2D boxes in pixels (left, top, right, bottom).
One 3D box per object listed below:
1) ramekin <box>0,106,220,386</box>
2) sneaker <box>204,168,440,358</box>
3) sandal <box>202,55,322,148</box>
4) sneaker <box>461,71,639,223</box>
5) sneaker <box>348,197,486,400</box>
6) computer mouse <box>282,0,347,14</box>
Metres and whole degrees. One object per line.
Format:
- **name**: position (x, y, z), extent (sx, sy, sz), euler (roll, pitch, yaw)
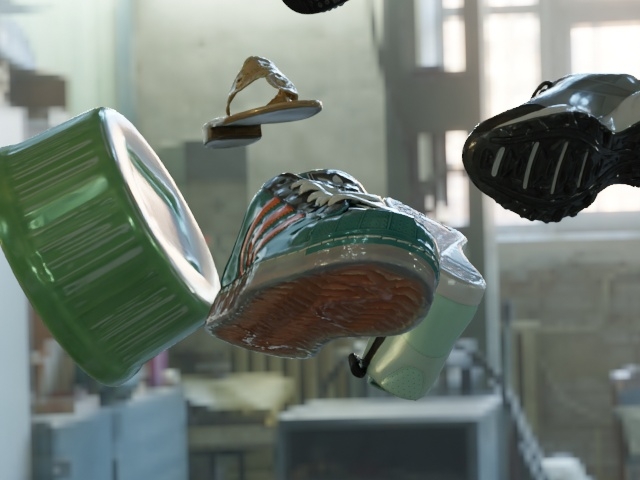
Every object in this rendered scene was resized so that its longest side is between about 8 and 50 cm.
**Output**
- **ramekin**: position (-0.237, -0.002, 2.097), extent (0.148, 0.303, 0.303), euler (-28, -4, 8)
- **sneaker**: position (0.000, 0.000, 1.242), extent (0.108, 0.121, 0.302), euler (19, -15, -17)
- **sandal**: position (-0.074, -0.158, 2.013), extent (0.088, 0.079, 0.240), euler (-4, -6, -24)
- **sneaker**: position (0.204, -0.087, 1.565), extent (0.108, 0.100, 0.272), euler (33, 31, 34)
- **sneaker**: position (0.073, 0.057, 1.743), extent (0.094, 0.151, 0.256), euler (24, 14, -12)
- **computer mouse**: position (0.050, -0.269, 1.725), extent (0.242, 0.071, 0.041), euler (-17, 21, 42)
